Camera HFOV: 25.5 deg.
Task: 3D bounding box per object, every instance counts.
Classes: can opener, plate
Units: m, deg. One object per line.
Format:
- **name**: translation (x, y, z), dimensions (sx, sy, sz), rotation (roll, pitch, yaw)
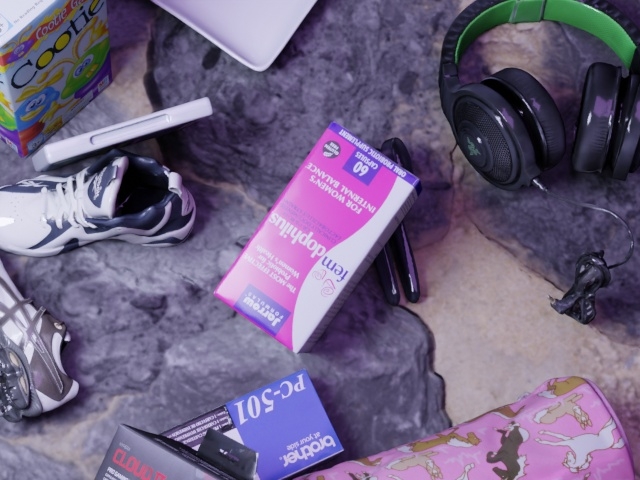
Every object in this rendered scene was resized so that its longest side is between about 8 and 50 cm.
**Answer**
- **can opener**: translation (0.073, -0.018, 1.559), dimensions (0.059, 0.073, 0.186), rotation (-3, 80, -16)
- **plate**: translation (-0.106, -0.361, 1.664), dimensions (0.278, 0.045, 0.277), rotation (33, 71, 5)

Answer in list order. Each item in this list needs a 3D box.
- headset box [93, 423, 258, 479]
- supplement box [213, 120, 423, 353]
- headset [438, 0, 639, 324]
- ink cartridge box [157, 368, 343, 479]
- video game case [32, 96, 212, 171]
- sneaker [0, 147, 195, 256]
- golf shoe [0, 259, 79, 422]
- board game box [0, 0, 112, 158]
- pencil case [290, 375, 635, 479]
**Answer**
- **headset box**: translation (-0.136, 0.318, 1.295), dimensions (0.218, 0.110, 0.293), rotation (20, 83, 45)
- **supplement box**: translation (0.000, 0.000, 1.482), dimensions (0.111, 0.114, 0.220), rotation (34, 91, 7)
- **headset**: translation (0.266, -0.111, 1.593), dimensions (0.243, 0.185, 0.394), rotation (-6, 56, -4)
- **ink cartridge box**: translation (-0.090, 0.220, 1.462), dimensions (0.207, 0.046, 0.097), rotation (-23, 76, -14)
- **video game case**: translation (-0.212, -0.109, 1.487), dimensions (0.173, 0.190, 0.022), rotation (-18, 95, -14)
- **sneaker**: translation (-0.248, -0.046, 1.480), dimensions (0.235, 0.153, 0.094), rotation (5, 70, -4)
- **golf shoe**: translation (-0.314, 0.092, 1.477), dimensions (0.094, 0.077, 0.198), rotation (-8, 69, -32)
- **board game box**: translation (-0.318, -0.225, 1.469), dimensions (0.142, 0.275, 0.144), rotation (42, 72, 9)
- **pencil case**: translation (0.118, 0.265, 1.411), dimensions (0.386, 0.167, 0.160), rotation (-19, 95, -13)
